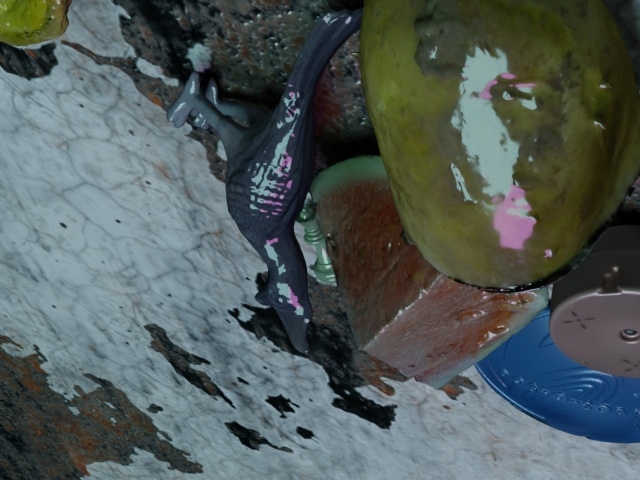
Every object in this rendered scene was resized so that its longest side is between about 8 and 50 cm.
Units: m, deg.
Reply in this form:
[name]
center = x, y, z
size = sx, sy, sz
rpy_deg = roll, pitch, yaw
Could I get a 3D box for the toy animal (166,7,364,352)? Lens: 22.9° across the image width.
[toy animal]
center = -0.056, -0.090, 1.479
size = 0.206, 0.081, 0.367
rpy_deg = 34, 131, 33

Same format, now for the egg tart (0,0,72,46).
[egg tart]
center = -0.302, -0.261, 1.450
size = 0.191, 0.074, 0.191
rpy_deg = 21, 149, 13

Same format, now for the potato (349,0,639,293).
[potato]
center = 0.129, -0.128, 1.197
size = 0.229, 0.229, 0.266
rpy_deg = 4, 138, 35

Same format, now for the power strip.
[power strip]
center = 0.287, 0.058, 1.441
size = 0.154, 0.078, 0.154
rpy_deg = 8, 145, 6

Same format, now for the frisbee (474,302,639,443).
[frisbee]
center = 0.264, 0.151, 1.657
size = 0.242, 0.045, 0.242
rpy_deg = 21, 149, 14

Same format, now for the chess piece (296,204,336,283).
[chess piece]
center = 0.000, 0.000, 1.643
size = 0.042, 0.042, 0.093
rpy_deg = 5, 137, 34

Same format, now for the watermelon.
[watermelon]
center = 0.104, 0.024, 1.477
size = 0.256, 0.176, 0.260
rpy_deg = 42, 129, -15
